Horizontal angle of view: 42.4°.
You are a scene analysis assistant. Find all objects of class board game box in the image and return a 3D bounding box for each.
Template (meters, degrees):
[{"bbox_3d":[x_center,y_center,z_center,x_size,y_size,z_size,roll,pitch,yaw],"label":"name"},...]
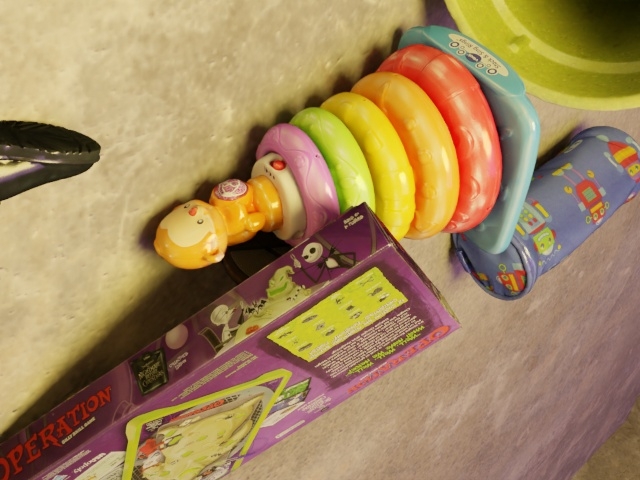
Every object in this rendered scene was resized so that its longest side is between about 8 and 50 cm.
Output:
[{"bbox_3d":[-0.066,0.118,0.658,0.347,0.056,0.208,-34,146,7],"label":"board game box"}]

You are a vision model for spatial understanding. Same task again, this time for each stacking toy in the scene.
[{"bbox_3d":[0.008,-0.048,0.656,0.302,0.175,0.165,-21,138,-24],"label":"stacking toy"}]

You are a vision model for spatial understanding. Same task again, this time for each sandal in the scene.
[{"bbox_3d":[0.000,0.000,0.746,0.219,0.090,0.060,-33,165,-45],"label":"sandal"}]

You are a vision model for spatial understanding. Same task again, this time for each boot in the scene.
[{"bbox_3d":[-0.192,-0.017,0.478,0.121,0.045,0.099,-6,122,-43],"label":"boot"}]

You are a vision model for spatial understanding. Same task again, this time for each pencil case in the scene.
[{"bbox_3d":[0.297,-0.041,1.067,0.306,0.133,0.119,-33,101,-34],"label":"pencil case"}]

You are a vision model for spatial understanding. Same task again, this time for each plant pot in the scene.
[{"bbox_3d":[0.274,-0.277,0.704,0.254,0.276,0.276,-36,145,-49],"label":"plant pot"}]
